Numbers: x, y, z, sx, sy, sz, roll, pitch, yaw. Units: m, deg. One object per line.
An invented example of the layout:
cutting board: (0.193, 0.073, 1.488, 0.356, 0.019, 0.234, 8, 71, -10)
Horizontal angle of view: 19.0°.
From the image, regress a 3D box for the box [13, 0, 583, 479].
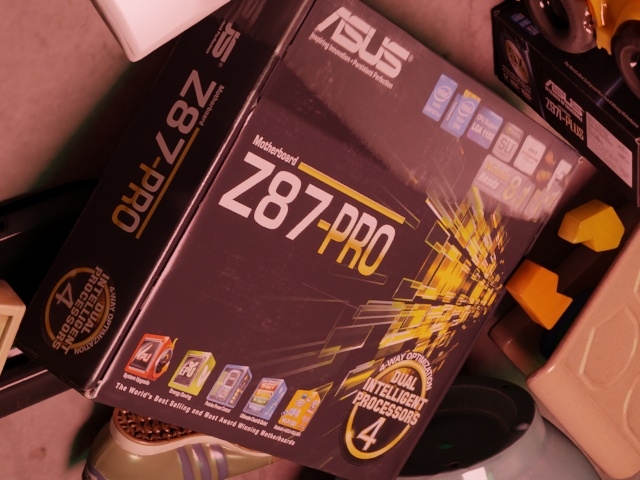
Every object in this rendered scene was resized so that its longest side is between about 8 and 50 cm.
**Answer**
box: (0.000, 0.000, 1.400, 0.395, 0.097, 0.318, 28, 92, -53)

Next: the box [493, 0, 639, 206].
box: (0.243, -0.134, 1.459, 0.147, 0.180, 0.077, -30, 143, -15)

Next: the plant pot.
plant pot: (0.123, 0.242, 1.692, 0.293, 0.293, 0.196, -24, 114, -24)

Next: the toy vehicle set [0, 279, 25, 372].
toy vehicle set: (-0.328, 0.092, 1.195, 0.266, 0.035, 0.166, 8, 115, -42)

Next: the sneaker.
sneaker: (-0.113, 0.173, 1.555, 0.192, 0.064, 0.086, 7, 130, -46)

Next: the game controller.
game controller: (-0.263, 0.067, 1.312, 0.319, 0.067, 0.166, -22, 126, -26)

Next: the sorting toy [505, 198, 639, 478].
sorting toy: (0.261, 0.053, 1.637, 0.229, 0.041, 0.307, -52, 138, -8)

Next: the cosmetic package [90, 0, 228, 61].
cosmetic package: (-0.106, -0.301, 0.933, 0.217, 0.156, 0.385, -32, 138, -4)

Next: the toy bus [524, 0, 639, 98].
toy bus: (0.241, -0.227, 1.340, 0.149, 0.220, 0.211, -31, 137, -19)

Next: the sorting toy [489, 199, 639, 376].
sorting toy: (0.320, 0.076, 1.830, 0.255, 0.089, 0.257, -43, 145, 2)
